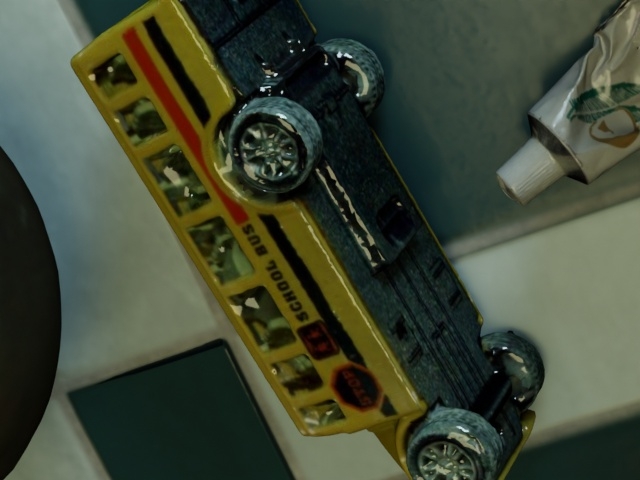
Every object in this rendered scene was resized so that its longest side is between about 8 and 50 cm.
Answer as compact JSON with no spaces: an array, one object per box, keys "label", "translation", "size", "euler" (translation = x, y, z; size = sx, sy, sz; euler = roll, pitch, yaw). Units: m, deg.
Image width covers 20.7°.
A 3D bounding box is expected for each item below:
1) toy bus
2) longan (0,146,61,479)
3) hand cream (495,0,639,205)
[{"label":"toy bus","translation":[0.000,0.000,0.991],"size":[0.123,0.121,0.336],"euler":[-23,105,32]},{"label":"longan","translation":[-0.286,0.033,1.016],"size":[0.300,0.243,0.300],"euler":[10,106,39]},{"label":"hand cream","translation":[0.196,-0.108,0.930],"size":[0.084,0.050,0.257],"euler":[45,105,-8]}]
